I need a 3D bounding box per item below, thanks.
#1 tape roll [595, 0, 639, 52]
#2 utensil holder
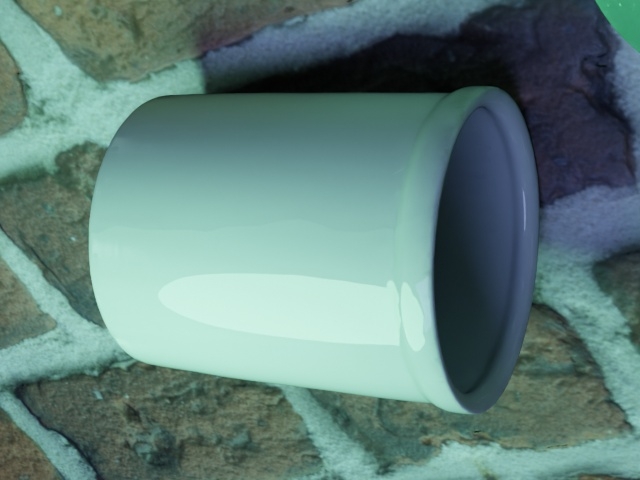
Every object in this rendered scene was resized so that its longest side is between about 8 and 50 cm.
[{"bbox_3d":[0.389,-0.275,1.269,0.321,0.077,0.321,13,134,14],"label":"tape roll"},{"bbox_3d":[0.000,0.000,1.540,0.385,0.327,0.327,3,131,27],"label":"utensil holder"}]
